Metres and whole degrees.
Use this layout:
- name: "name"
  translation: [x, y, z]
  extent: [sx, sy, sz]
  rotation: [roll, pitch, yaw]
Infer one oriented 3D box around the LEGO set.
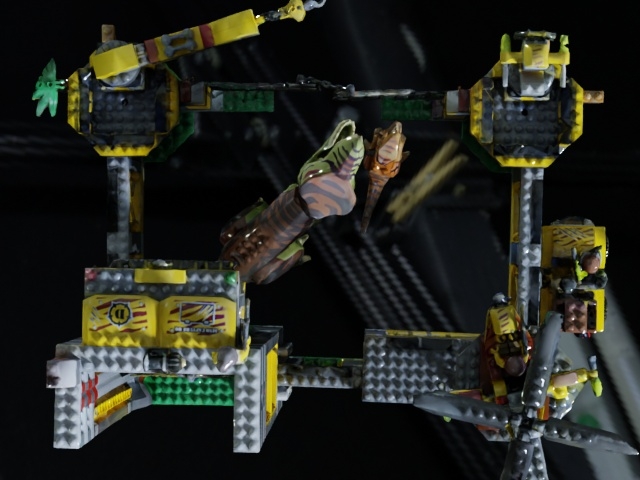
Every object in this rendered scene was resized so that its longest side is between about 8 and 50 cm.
- name: "LEGO set"
  translation: [0.000, 0.000, 0.627]
  extent: [0.331, 0.192, 0.255]
  rotation: [9, -90, 2]
